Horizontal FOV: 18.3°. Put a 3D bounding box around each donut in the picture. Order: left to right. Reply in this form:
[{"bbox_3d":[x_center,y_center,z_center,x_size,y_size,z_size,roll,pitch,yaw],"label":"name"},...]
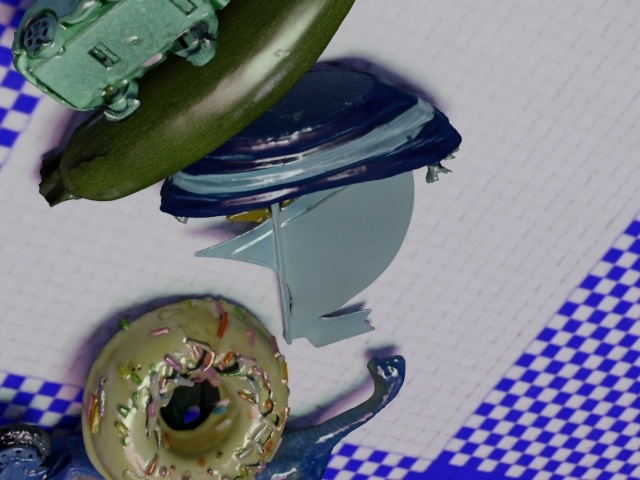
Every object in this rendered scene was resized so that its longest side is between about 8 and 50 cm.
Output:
[{"bbox_3d":[-0.098,0.128,1.502,0.174,0.068,0.175,-9,114,-21],"label":"donut"}]

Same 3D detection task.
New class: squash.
[{"bbox_3d":[-0.069,-0.107,1.302,0.318,0.080,0.071,-40,116,19],"label":"squash"}]

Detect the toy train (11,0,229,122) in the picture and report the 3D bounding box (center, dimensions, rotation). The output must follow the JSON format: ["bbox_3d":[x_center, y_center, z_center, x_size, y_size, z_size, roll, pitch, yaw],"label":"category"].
[{"bbox_3d":[-0.124,-0.149,1.252,0.149,0.081,0.099,-34,135,22],"label":"toy train"}]

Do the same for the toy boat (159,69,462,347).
[{"bbox_3d":[0.000,0.000,1.453,0.220,0.067,0.291,-15,139,-7],"label":"toy boat"}]

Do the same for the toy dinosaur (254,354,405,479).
[{"bbox_3d":[-0.004,0.207,1.648,0.188,0.075,0.248,-18,130,-7],"label":"toy dinosaur"}]

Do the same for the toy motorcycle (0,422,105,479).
[{"bbox_3d":[-0.200,0.196,1.565,0.114,0.076,0.205,-35,137,30],"label":"toy motorcycle"}]
